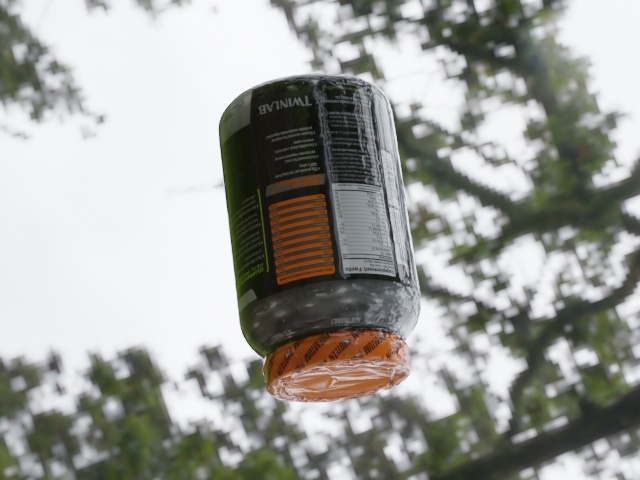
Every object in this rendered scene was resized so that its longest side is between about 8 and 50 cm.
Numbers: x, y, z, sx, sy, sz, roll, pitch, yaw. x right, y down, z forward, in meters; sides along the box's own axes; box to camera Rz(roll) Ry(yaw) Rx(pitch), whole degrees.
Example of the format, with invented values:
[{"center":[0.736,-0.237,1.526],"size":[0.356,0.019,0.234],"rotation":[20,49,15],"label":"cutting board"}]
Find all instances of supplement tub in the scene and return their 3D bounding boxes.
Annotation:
[{"center":[0.000,0.000,1.140],"size":[0.117,0.117,0.190],"rotation":[125,-38,-63],"label":"supplement tub"}]
